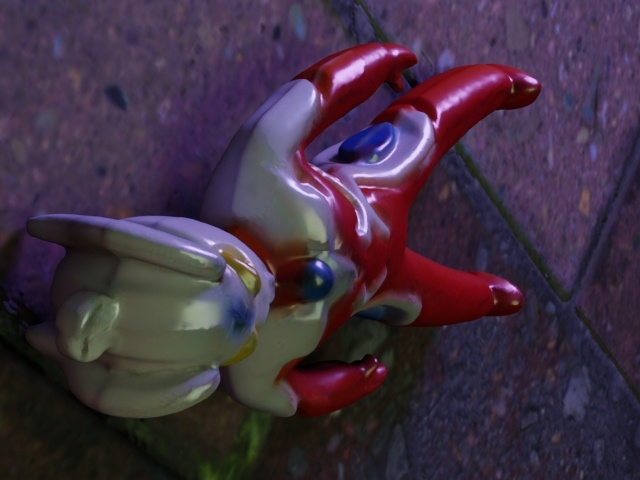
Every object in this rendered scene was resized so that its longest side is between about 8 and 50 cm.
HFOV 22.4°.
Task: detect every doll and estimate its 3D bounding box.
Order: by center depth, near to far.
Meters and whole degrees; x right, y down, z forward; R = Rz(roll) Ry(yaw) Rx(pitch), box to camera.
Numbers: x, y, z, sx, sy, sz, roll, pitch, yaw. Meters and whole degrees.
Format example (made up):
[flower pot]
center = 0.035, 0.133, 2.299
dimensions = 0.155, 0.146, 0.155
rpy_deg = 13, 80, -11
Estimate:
[doll]
center = 0.000, 0.000, 0.787
dimensions = 0.384, 0.099, 0.188
rpy_deg = -19, 114, -53
